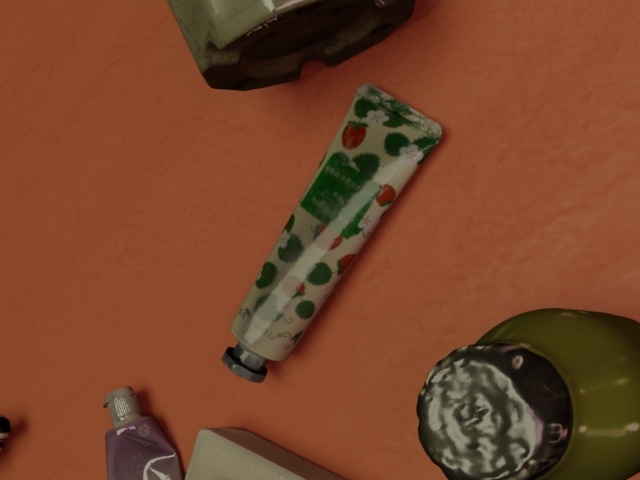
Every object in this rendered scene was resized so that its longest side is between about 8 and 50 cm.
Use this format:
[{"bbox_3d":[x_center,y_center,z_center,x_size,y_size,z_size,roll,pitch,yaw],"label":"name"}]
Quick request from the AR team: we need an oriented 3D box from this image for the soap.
[{"bbox_3d":[-0.038,0.248,0.713,0.183,0.064,0.121,17,91,33],"label":"soap"}]

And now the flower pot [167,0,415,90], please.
[{"bbox_3d":[-0.047,-0.277,0.684,0.290,0.290,0.259,-24,85,29],"label":"flower pot"}]

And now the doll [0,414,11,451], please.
[{"bbox_3d":[-0.437,0.262,0.956,0.219,0.091,0.067,-35,68,27],"label":"doll"}]

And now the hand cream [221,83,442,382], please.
[{"bbox_3d":[0.000,0.000,0.723,0.095,0.059,0.276,35,100,29],"label":"hand cream"}]

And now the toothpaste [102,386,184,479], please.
[{"bbox_3d":[-0.153,0.287,0.796,0.075,0.048,0.301,-28,73,23],"label":"toothpaste"}]

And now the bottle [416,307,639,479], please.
[{"bbox_3d":[0.142,0.096,0.493,0.112,0.260,0.112,-4,82,33],"label":"bottle"}]
